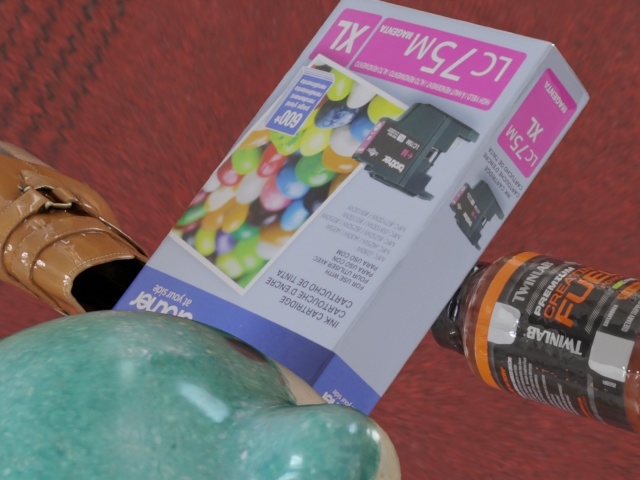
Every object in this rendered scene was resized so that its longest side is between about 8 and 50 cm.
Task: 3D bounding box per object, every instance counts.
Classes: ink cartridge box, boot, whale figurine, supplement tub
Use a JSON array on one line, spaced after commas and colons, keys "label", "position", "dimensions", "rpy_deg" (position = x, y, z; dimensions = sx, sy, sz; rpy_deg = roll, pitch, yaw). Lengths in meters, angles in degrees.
[{"label": "ink cartridge box", "position": [0.000, 0.000, 1.104], "dimensions": [0.311, 0.186, 0.065], "rpy_deg": [-56, 132, -11]}, {"label": "boot", "position": [-0.250, -0.007, 1.356], "dimensions": [0.220, 0.283, 0.109], "rpy_deg": [36, 102, 38]}, {"label": "whale figurine", "position": [-0.066, 0.128, 0.566], "dimensions": [0.141, 0.272, 0.216], "rpy_deg": [32, 106, -28]}, {"label": "supplement tub", "position": [0.174, 0.068, 1.327], "dimensions": [0.198, 0.106, 0.106], "rpy_deg": [15, 84, 37]}]
